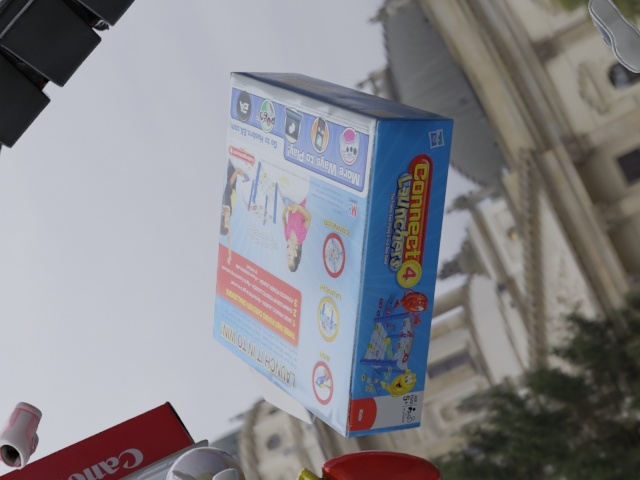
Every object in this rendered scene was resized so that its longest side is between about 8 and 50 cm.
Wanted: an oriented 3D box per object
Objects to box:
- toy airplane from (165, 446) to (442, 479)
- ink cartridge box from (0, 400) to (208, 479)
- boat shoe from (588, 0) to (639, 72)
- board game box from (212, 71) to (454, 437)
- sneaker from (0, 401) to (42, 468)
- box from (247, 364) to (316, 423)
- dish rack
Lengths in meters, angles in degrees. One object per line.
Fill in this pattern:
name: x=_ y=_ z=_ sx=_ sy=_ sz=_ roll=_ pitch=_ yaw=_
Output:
toy airplane: x=-0.094 y=0.350 z=1.334 sx=0.384 sy=0.386 sz=0.272 roll=-16 pitch=-115 yaw=-41
ink cartridge box: x=-0.334 y=0.378 z=1.918 sx=0.309 sy=0.272 sz=0.130 roll=-22 pitch=-122 yaw=-28
boat shoe: x=0.413 y=-0.284 z=1.786 sx=0.125 sy=0.046 sz=0.038 roll=54 pitch=-172 yaw=13
board game box: x=0.000 y=0.000 z=1.303 sx=0.308 sy=0.086 sz=0.302 roll=28 pitch=117 yaw=57
sneaker: x=-0.384 y=0.259 z=1.614 sx=0.051 sy=0.134 sz=0.070 roll=22 pitch=-125 yaw=-6
box: x=-0.040 y=0.176 z=1.934 sx=0.113 sy=0.094 sz=0.275 roll=-60 pitch=-16 yaw=-19
dish rack: x=-0.211 y=-0.129 z=0.918 sx=0.074 sy=0.208 sz=0.271 roll=41 pitch=180 yaw=-16
